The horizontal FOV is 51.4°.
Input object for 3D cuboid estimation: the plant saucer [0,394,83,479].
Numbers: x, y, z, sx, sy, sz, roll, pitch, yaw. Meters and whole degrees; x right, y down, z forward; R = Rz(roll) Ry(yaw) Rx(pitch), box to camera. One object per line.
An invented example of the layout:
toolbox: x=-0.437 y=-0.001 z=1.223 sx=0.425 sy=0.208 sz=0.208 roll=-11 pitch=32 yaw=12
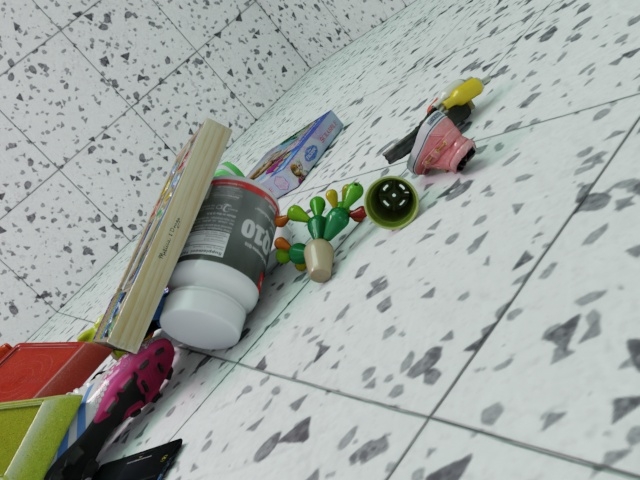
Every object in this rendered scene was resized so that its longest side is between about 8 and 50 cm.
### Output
plant saucer: x=-0.490 y=0.322 z=1.045 sx=0.188 sy=0.045 sz=0.188 roll=-13 pitch=42 yaw=28

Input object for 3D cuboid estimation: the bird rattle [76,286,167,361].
bird rattle: x=-0.412 y=0.170 z=1.458 sx=0.207 sy=0.143 sz=0.253 roll=101 pitch=-176 yaw=-56

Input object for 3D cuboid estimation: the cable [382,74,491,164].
cable: x=0.180 y=-0.210 z=1.166 sx=0.287 sy=0.072 sz=0.139 roll=-33 pitch=7 yaw=-35

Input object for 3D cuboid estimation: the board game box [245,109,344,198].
board game box: x=-0.116 y=-0.211 z=1.925 sx=0.318 sy=0.066 sz=0.318 roll=-26 pitch=23 yaw=43

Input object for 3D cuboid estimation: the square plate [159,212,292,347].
square plate: x=-0.196 y=0.069 z=1.427 sx=0.344 sy=0.049 sz=0.347 roll=-40 pitch=17 yaw=2

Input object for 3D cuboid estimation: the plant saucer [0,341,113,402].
plant saucer: x=-0.571 y=0.277 z=1.269 sx=0.258 sy=0.048 sz=0.259 roll=-6 pitch=30 yaw=28

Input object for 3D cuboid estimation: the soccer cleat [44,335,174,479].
soccer cleat: x=-0.391 y=0.281 z=1.133 sx=0.143 sy=0.116 sz=0.331 roll=18 pitch=53 yaw=27

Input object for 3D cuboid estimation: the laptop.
laptop: x=-0.356 y=0.358 z=0.898 sx=0.234 sy=0.136 sz=0.264 roll=-28 pitch=21 yaw=38

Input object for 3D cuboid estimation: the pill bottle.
pill bottle: x=-0.175 y=0.037 z=1.175 sx=0.161 sy=0.161 sz=0.283 roll=-27 pitch=40 yaw=41

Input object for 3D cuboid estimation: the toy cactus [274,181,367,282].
toy cactus: x=0.000 y=0.000 z=1.119 sx=0.219 sy=0.112 sz=0.180 roll=-31 pitch=38 yaw=25

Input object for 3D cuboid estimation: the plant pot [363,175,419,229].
plant pot: x=0.114 y=-0.066 z=1.040 sx=0.083 sy=0.083 sz=0.079 roll=-37 pitch=5 yaw=16

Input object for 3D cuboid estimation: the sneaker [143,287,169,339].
sneaker: x=-0.280 y=0.126 z=1.301 sx=0.209 sy=0.069 sz=0.082 roll=-31 pitch=52 yaw=9

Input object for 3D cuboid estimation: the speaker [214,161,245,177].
speaker: x=-0.376 y=-0.122 z=2.177 sx=0.296 sy=0.131 sz=0.131 roll=-47 pitch=17 yaw=-20

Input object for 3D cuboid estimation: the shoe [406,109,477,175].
shoe: x=0.190 y=-0.130 z=1.046 sx=0.063 sy=0.081 sz=0.178 roll=-43 pitch=-13 yaw=-13

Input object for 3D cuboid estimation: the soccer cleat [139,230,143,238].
soccer cleat: x=-0.315 y=0.006 z=1.523 sx=0.116 sy=0.108 sz=0.318 roll=-37 pitch=-9 yaw=-1

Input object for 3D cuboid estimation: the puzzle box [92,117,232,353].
puzzle box: x=-0.288 y=0.000 z=1.187 sx=0.272 sy=0.052 sz=0.409 roll=-20 pitch=47 yaw=65

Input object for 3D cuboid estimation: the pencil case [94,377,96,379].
pencil case: x=-0.450 y=0.353 z=1.210 sx=0.095 sy=0.098 sz=0.209 roll=22 pitch=59 yaw=44

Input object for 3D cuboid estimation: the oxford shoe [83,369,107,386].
oxford shoe: x=-0.456 y=0.320 z=1.378 sx=0.212 sy=0.076 sz=0.076 roll=-32 pitch=-11 yaw=37

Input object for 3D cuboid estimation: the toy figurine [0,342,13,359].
toy figurine: x=-0.668 y=0.355 z=1.454 sx=0.148 sy=0.213 sz=0.209 roll=-51 pitch=-26 yaw=-42
